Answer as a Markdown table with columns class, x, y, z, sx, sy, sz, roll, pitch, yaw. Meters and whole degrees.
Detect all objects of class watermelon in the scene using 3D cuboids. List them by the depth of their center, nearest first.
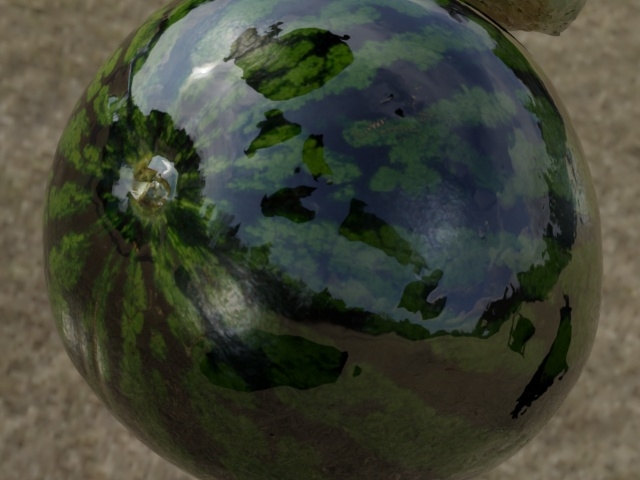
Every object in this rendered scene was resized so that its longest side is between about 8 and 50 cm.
| class | x | y | z | sx | sy | sz | roll | pitch | yaw |
| --- | --- | --- | --- | --- | --- | --- | --- | --- | --- |
| watermelon | 0.000 | 0.000 | 0.981 | 0.285 | 0.285 | 0.285 | 14 | 34 | -10 |

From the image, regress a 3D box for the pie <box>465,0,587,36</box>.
| class | x | y | z | sx | sy | sz | roll | pitch | yaw |
| --- | --- | --- | --- | --- | --- | --- | --- | --- | --- |
| pie | 0.072 | -0.267 | 1.411 | 0.296 | 0.371 | 0.078 | 28 | 71 | 30 |
